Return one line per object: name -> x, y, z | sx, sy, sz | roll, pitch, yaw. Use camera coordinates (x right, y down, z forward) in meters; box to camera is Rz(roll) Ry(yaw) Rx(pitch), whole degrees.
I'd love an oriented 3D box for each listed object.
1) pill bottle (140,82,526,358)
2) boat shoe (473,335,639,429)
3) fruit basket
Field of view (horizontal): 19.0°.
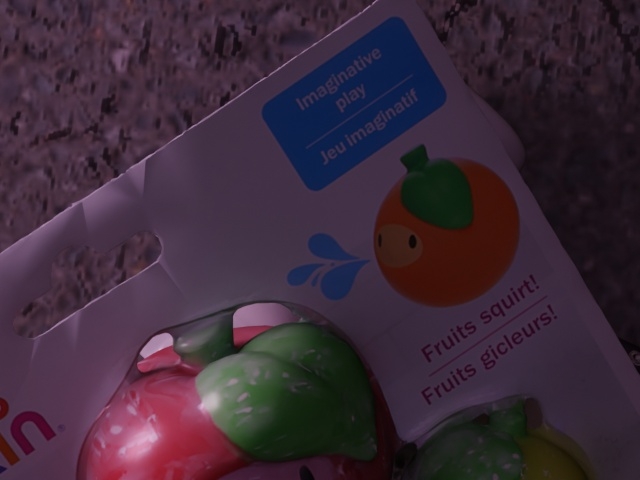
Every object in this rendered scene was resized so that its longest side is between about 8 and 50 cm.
pill bottle -> 0.000, 0.000, 0.804 | 0.094, 0.094, 0.169 | 39, 86, 3
boat shoe -> 0.129, 0.080, 0.828 | 0.206, 0.075, 0.065 | 40, 41, 8
fruit basket -> -0.008, 0.140, 0.714 | 0.327, 0.165, 0.353 | -34, 114, -5
